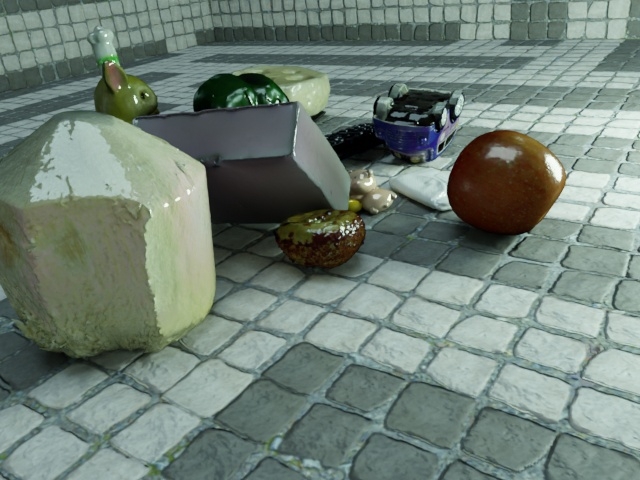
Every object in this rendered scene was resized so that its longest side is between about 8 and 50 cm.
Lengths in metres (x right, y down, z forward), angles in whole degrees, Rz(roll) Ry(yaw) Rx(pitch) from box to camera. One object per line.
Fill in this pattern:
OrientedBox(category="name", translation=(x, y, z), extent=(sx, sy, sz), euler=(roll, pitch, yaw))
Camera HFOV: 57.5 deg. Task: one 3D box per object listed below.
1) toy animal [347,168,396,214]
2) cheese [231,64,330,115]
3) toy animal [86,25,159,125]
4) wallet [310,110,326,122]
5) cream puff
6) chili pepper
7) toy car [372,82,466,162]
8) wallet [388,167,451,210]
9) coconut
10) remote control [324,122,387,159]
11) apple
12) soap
OrientedBox(category="toy animal", translation=(0.080, -0.097, 1.124), extent=(0.091, 0.081, 0.114), euler=(-27, 34, -34))
OrientedBox(category="cheese", translation=(-0.132, -0.446, 1.755), extent=(0.318, 0.115, 0.326), euler=(1, 26, 4))
OrientedBox(category="toy animal", translation=(-0.438, -0.291, 1.347), extent=(0.181, 0.362, 0.181), euler=(-4, 26, -31))
OrientedBox(category="wallet", translation=(-0.168, -0.351, 1.742), extent=(0.323, 0.041, 0.247), euler=(2, 26, 20))
OrientedBox(category="cream puff", translation=(0.000, 0.000, 0.937), extent=(0.149, 0.084, 0.149), euler=(-7, 13, 2))
OrientedBox(category="chili pepper", translation=(-0.180, -0.283, 1.381), extent=(0.249, 0.233, 0.257), euler=(-25, 22, -15))
OrientedBox(category="toy car", translation=(0.223, -0.262, 1.341), extent=(0.172, 0.157, 0.235), euler=(14, 35, 27))
OrientedBox(category="wallet", translation=(0.228, -0.107, 1.171), extent=(0.124, 0.031, 0.183), euler=(-14, 26, -22))
OrientedBox(category="coconut", translation=(-0.295, -0.019, 0.787), extent=(0.298, 0.309, 0.297), euler=(-5, 27, 3))
OrientedBox(category="remote control", translation=(0.059, -0.227, 1.388), extent=(0.145, 0.062, 0.399), euler=(6, 23, 40))
OrientedBox(category="apple", translation=(0.306, -0.093, 0.975), extent=(0.169, 0.180, 0.181), euler=(34, 41, 19))
OrientedBox(category="soap", translation=(-0.124, -0.113, 0.994), extent=(0.297, 0.285, 0.107), euler=(1, 72, 18))
